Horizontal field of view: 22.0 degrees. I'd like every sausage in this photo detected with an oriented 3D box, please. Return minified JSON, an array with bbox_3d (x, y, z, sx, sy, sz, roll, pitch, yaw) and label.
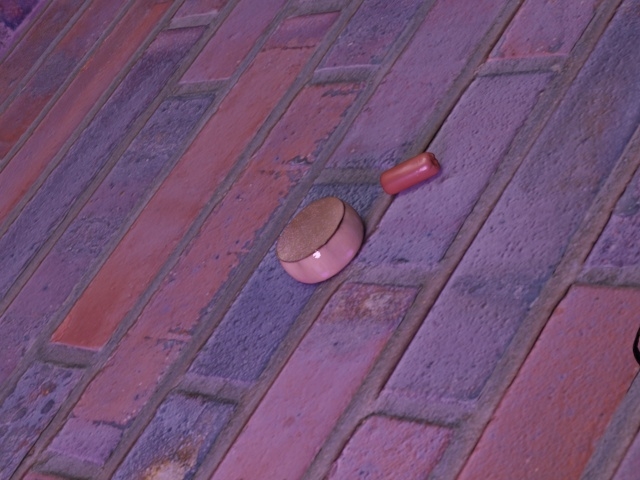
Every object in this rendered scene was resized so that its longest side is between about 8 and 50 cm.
[{"bbox_3d":[0.117,-0.088,2.149,0.083,0.034,0.034,-25,34,26],"label":"sausage"}]

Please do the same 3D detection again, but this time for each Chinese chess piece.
[{"bbox_3d":[0.000,0.000,2.157,0.122,0.051,0.122,-32,31,21],"label":"Chinese chess piece"}]

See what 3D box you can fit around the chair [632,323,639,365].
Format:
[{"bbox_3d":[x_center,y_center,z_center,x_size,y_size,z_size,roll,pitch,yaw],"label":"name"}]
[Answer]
[{"bbox_3d":[0.358,0.041,1.528,0.149,0.213,0.174,0,48,42],"label":"chair"}]
